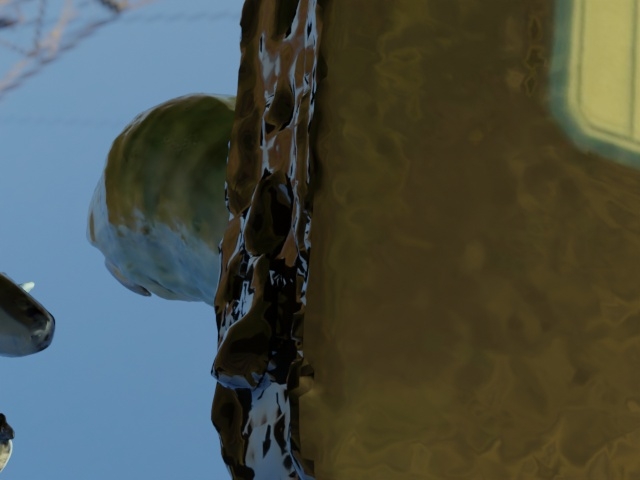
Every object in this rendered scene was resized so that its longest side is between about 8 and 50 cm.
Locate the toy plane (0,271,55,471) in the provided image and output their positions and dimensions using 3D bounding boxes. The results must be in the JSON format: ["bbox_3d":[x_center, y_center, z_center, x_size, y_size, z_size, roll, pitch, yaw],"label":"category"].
[{"bbox_3d":[-0.228,0.064,0.831,0.246,0.169,0.078,-37,170,13],"label":"toy plane"}]

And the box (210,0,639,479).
[{"bbox_3d":[0.136,-0.026,0.680,0.350,0.091,0.359,15,-118,-20],"label":"box"}]

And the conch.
[{"bbox_3d":[0.000,0.000,1.147,0.277,0.195,0.220,-11,-157,-6],"label":"conch"}]
